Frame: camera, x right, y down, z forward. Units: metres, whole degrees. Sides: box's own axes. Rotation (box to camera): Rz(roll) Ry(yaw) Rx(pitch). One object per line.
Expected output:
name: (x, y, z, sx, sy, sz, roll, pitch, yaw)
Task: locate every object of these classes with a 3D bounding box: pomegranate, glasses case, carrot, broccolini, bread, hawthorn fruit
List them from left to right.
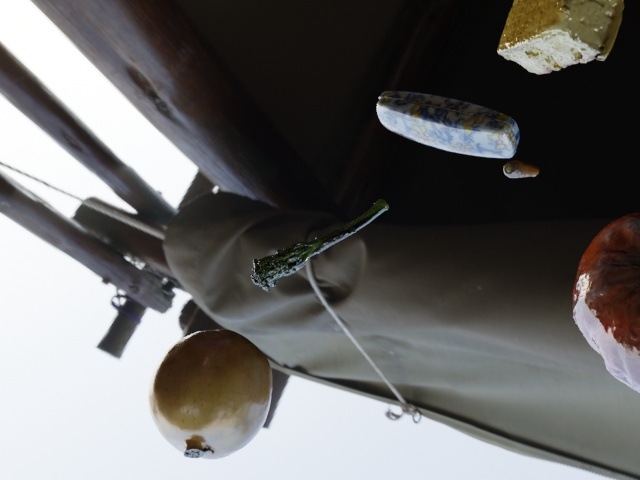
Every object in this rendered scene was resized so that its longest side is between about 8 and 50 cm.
pomegranate: (-0.157, 0.229, 0.928, 0.191, 0.191, 0.191, -19, -131, 23)
broccolini: (0.000, 0.000, 0.956, 0.239, 0.051, 0.054, -31, -117, -8)
glasses case: (0.204, -0.191, 1.029, 0.248, 0.087, 0.065, 21, -112, 32)
carrot: (0.358, -0.125, 1.113, 0.032, 0.093, 0.032, 2, -87, 46)
bread: (0.398, -0.411, 0.968, 0.185, 0.114, 0.274, -156, -96, -74)
hawthorn fruit: (0.441, 0.098, 0.776, 0.242, 0.271, 0.242, -16, -130, 19)
